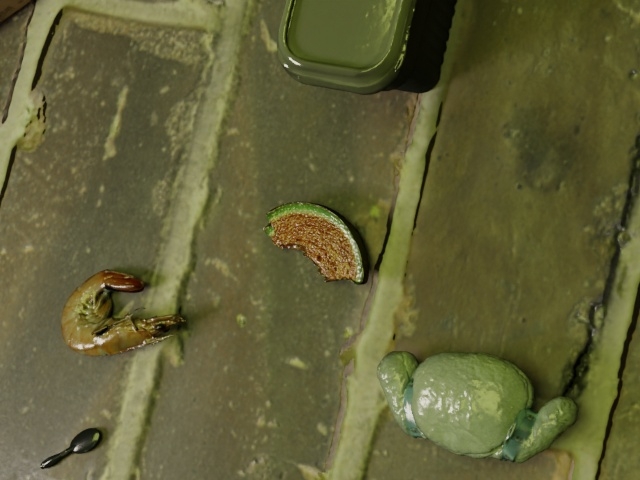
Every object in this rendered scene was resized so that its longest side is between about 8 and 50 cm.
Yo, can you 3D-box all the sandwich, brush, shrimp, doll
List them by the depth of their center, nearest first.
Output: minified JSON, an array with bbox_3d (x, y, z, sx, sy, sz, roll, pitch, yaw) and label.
[{"bbox_3d":[0.147,0.160,1.628,0.214,0.071,0.104,11,85,27],"label":"doll"},{"bbox_3d":[0.002,0.000,1.739,0.135,0.029,0.067,33,100,23],"label":"sandwich"},{"bbox_3d":[-0.215,0.078,1.820,0.162,0.045,0.095,-9,57,26],"label":"shrimp"},{"bbox_3d":[-0.276,0.231,1.829,0.083,0.008,0.024,-32,72,16],"label":"brush"}]

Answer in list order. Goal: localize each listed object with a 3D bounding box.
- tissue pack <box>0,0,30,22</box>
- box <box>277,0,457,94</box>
[{"bbox_3d":[-0.364,-0.409,1.854,0.305,0.238,0.239,-33,71,15],"label":"tissue pack"},{"bbox_3d":[0.072,-0.269,1.672,0.138,0.178,0.274,13,87,24],"label":"box"}]
